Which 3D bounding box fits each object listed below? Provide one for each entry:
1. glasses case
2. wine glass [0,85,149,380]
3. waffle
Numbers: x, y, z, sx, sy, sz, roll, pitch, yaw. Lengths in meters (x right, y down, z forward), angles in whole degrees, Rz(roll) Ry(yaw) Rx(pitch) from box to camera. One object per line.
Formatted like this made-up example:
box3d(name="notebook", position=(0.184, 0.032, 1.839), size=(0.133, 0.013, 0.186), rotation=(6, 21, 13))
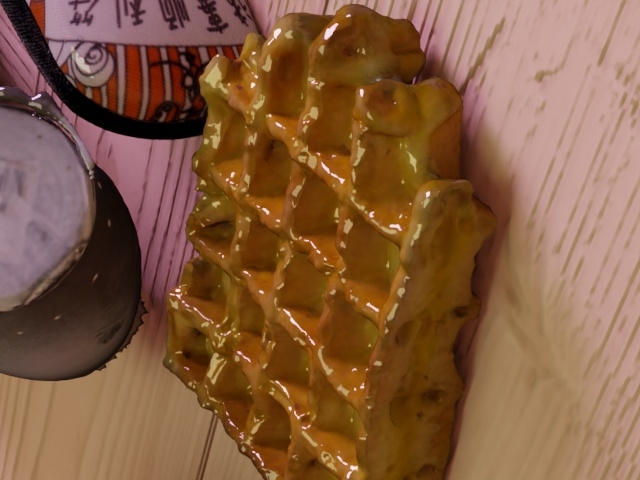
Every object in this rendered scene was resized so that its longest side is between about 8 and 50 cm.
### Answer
box3d(name="glasses case", position=(-0.115, -0.156, 0.743), size=(0.267, 0.103, 0.067), rotation=(60, 140, 26))
box3d(name="wine glass", position=(-0.144, 0.009, 0.763), size=(0.204, 0.111, 0.111), rotation=(94, 158, -75))
box3d(name="waffle", position=(0.000, 0.000, 0.651), size=(0.160, 0.055, 0.211), rotation=(41, 132, 44))
